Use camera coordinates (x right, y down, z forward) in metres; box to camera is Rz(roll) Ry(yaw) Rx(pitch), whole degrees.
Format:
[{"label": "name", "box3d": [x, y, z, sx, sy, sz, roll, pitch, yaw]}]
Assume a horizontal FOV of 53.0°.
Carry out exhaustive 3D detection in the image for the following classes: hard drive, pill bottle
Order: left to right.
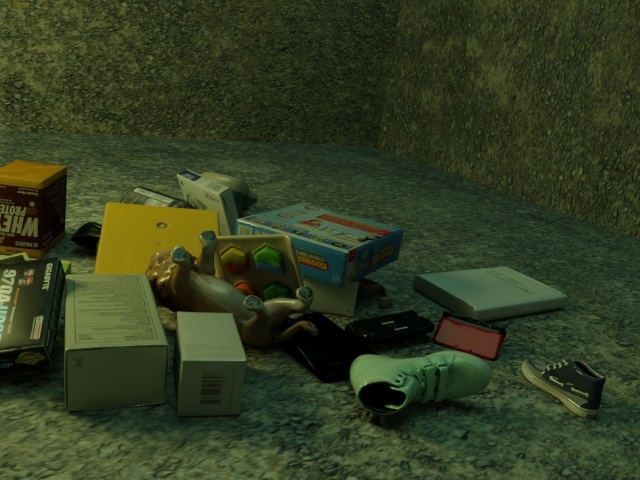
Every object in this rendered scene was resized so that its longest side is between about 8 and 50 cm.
[{"label": "pill bottle", "box3d": [-0.439, -0.063, 1.802, 0.245, 0.131, 0.130, 19, 20, 28]}, {"label": "hard drive", "box3d": [0.456, 0.138, 1.723, 0.352, 0.047, 0.233, -3, 20, -34]}]

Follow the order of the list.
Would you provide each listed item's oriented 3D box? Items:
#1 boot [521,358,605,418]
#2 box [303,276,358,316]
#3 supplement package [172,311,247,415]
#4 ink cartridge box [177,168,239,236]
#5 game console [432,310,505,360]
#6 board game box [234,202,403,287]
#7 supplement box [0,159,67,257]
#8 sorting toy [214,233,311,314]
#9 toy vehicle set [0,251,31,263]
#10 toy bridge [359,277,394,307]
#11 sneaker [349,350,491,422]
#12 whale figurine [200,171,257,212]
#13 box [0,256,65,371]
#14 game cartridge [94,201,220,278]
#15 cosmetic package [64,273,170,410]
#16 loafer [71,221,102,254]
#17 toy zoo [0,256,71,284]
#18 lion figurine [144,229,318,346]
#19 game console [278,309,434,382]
[{"label": "boot", "box3d": [0.479, 0.262, 1.263, 0.069, 0.086, 0.190, -1, 20, -28]}, {"label": "box", "box3d": [0.022, 0.103, 1.550, 0.129, 0.091, 0.170, 8, 17, -2]}, {"label": "supplement package", "box3d": [-0.193, 0.205, 1.094, 0.105, 0.105, 0.179, 3, 19, -17]}, {"label": "ink cartridge box", "box3d": [-0.301, -0.071, 1.794, 0.045, 0.224, 0.223, -34, 38, -29]}, {"label": "game console", "box3d": [0.339, 0.221, 1.455, 0.143, 0.085, 0.124, 16, -13, 21]}, {"label": "board game box", "box3d": [0.000, 0.000, 1.570, 0.308, 0.086, 0.302, 16, 18, 28]}, {"label": "supplement box", "box3d": [-0.733, -0.083, 1.611, 0.129, 0.194, 0.191, 7, 17, -6]}, {"label": "sorting toy", "box3d": [-0.132, 0.076, 1.344, 0.208, 0.193, 0.038, 1, 31, 24]}, {"label": "toy vehicle set", "box3d": [-0.668, 0.104, 1.207, 0.266, 0.035, 0.166, -17, 35, -35]}, {"label": "toy bridge", "box3d": [0.131, 0.125, 1.642, 0.063, 0.026, 0.188, -1, 20, -33]}, {"label": "sneaker", "box3d": [0.179, 0.259, 1.113, 0.255, 0.094, 0.151, -1, 11, 3]}, {"label": "whale figurine", "box3d": [-0.318, -0.135, 2.149, 0.216, 0.141, 0.272, 12, -7, 9]}, {"label": "box", "box3d": [-0.542, 0.127, 1.096, 0.175, 0.051, 0.220, -6, 41, -8]}, {"label": "game cartridge", "box3d": [-0.380, 0.028, 1.527, 0.285, 0.053, 0.324, 4, 38, -14]}, {"label": "cosmetic package", "box3d": [-0.368, 0.164, 1.131, 0.160, 0.113, 0.309, 1, 19, -21]}, {"label": "loafer", "box3d": [-0.526, 0.019, 1.608, 0.223, 0.076, 0.078, 21, 39, 23]}, {"label": "toy zoo", "box3d": [-0.645, 0.101, 1.341, 0.192, 0.030, 0.293, 4, 18, -14]}, {"label": "lion figurine", "box3d": [-0.188, 0.123, 1.271, 0.392, 0.240, 0.142, 36, 50, 12]}, {"label": "game console", "box3d": [0.095, 0.202, 1.348, 0.361, 0.044, 0.213, -6, 22, -34]}]
